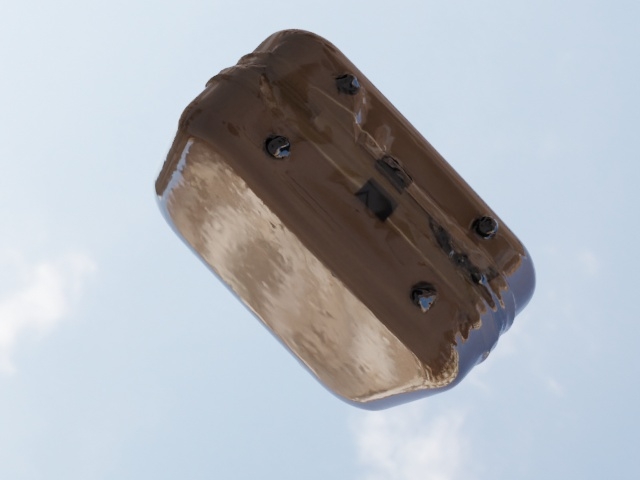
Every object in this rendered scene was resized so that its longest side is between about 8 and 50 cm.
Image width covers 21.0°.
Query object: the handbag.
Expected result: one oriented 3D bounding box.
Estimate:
[{"bbox_3d":[0.000,0.000,1.407,0.149,0.302,0.283,-47,-177,-30],"label":"handbag"}]
